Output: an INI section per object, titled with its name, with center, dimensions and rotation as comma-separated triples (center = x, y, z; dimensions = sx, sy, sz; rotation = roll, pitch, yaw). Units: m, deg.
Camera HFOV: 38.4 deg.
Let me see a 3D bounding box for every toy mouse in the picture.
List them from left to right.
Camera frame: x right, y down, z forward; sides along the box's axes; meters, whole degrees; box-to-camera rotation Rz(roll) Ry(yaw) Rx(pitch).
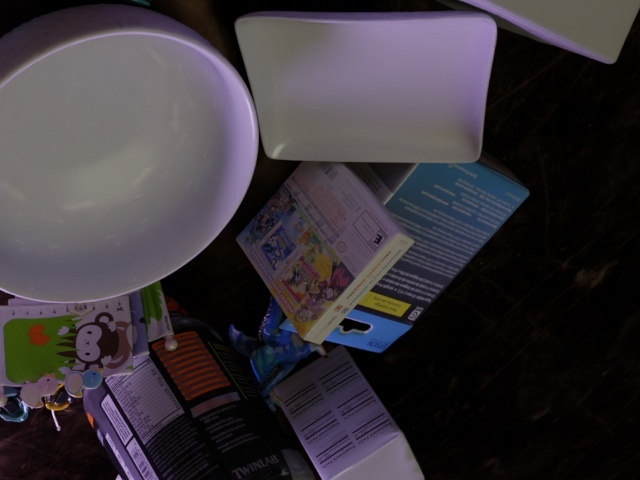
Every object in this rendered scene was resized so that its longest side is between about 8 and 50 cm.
[toy mouse]
center = -0.395, 0.193, 1.239
dimensions = 0.143, 0.031, 0.161
rotation = 7, 124, -40

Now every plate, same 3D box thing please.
[plate]
center = 0.056, -0.181, 1.075
dimensions = 0.277, 0.045, 0.277
rotation = 2, 152, 6

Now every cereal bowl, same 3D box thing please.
[cereal bowl]
center = -0.242, -0.103, 0.978
dimensions = 0.338, 0.141, 0.339
rotation = -19, 138, -19

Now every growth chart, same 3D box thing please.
[growth chart]
center = -0.295, 0.109, 1.131
dimensions = 0.237, 0.172, 0.021
rotation = -14, 150, -22

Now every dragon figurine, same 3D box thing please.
[dragon figurine]
center = -0.082, 0.157, 1.388
dimensions = 0.144, 0.085, 0.289
rotation = -32, 141, -6

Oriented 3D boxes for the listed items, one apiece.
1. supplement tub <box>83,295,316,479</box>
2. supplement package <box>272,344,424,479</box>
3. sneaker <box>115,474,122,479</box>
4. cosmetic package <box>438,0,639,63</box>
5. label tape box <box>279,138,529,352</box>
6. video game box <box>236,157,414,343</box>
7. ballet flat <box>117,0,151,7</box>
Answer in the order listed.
[supplement tub]
center = -0.172, 0.245, 1.193
dimensions = 0.207, 0.338, 0.207
rotation = -28, 149, -19
[supplement package]
center = 0.048, 0.329, 1.557
dimensions = 0.149, 0.203, 0.194
rotation = -32, 141, -6
[sneaker]
center = -0.233, 0.292, 1.415
dimensions = 0.292, 0.108, 0.169
rotation = -30, 117, 16
[cosmetic package]
center = 0.126, -0.337, 0.931
dimensions = 0.453, 0.230, 0.162
rotation = 10, 108, -42
[label tape box]
center = 0.104, -0.005, 1.349
dimensions = 0.249, 0.115, 0.348
rotation = 20, 118, -45
[video game box]
center = 0.000, 0.000, 1.203
dimensions = 0.187, 0.205, 0.048
rotation = -47, 141, 13
[ballet flat]
center = -0.252, -0.272, 0.874
dimensions = 0.203, 0.074, 0.074
rotation = 3, 127, -30
